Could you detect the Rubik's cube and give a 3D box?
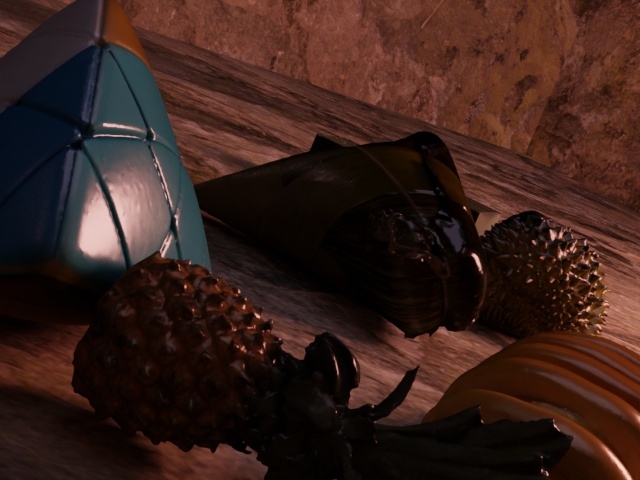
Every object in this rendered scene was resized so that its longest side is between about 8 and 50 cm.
[{"bbox_3d":[-0.145,-0.044,0.880,0.254,0.254,0.254,21,11,-4],"label":"Rubik's cube"}]

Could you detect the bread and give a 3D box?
[{"bbox_3d":[0.176,0.140,0.905,0.173,0.121,0.311,27,13,18],"label":"bread"}]

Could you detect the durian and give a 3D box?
[{"bbox_3d":[0.225,0.030,1.465,0.237,0.137,0.193,25,12,17],"label":"durian"}]

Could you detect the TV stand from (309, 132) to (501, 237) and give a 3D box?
[{"bbox_3d":[0.102,-0.055,1.751,0.269,0.088,0.083,28,14,27],"label":"TV stand"}]

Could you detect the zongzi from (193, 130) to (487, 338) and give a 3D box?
[{"bbox_3d":[0.000,0.000,1.298,0.318,0.154,0.289,-4,20,2],"label":"zongzi"}]

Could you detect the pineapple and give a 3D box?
[{"bbox_3d":[-0.002,0.104,0.738,0.277,0.119,0.130,26,19,18],"label":"pineapple"}]
